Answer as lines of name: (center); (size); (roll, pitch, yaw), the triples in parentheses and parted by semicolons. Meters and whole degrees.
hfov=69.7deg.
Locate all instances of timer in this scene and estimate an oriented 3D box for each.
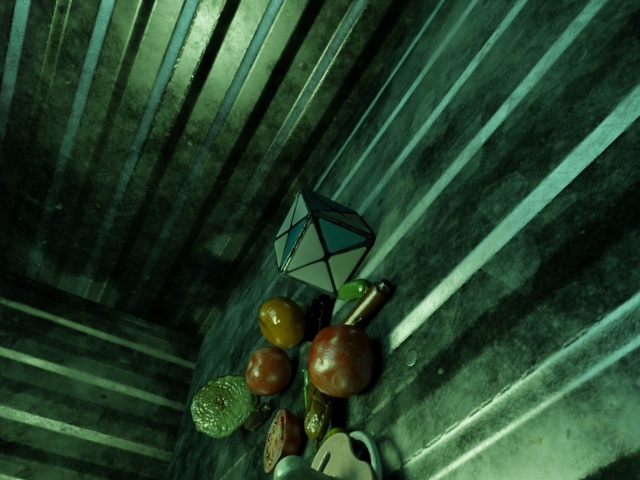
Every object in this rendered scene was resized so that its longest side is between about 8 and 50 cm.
timer: (-0.006, 0.321, 1.904); (0.144, 0.055, 0.187); (-39, 35, 58)

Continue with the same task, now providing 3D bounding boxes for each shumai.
shumai: (-0.456, 0.831, 2.220); (0.263, 0.309, 0.304); (99, 172, -51)

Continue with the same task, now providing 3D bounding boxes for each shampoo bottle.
shampoo bottle: (-0.262, 0.760, 2.009); (0.236, 0.067, 0.068); (-52, 13, 34)

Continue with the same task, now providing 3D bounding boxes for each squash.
squash: (0.125, 0.183, 1.688); (0.219, 0.068, 0.077); (-32, 42, 60)

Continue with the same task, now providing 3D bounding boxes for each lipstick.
lipstick: (0.108, 0.289, 1.585); (0.418, 0.077, 0.077); (-55, 20, 26)

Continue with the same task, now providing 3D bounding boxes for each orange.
orange: (-0.162, 0.350, 1.976); (0.171, 0.240, 0.240); (-30, -2, -32)

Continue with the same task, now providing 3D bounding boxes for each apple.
apple: (0.050, 0.594, 1.351); (0.089, 0.074, 0.089); (-46, 6, 6)

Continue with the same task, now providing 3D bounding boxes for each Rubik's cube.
Rubik's cube: (0.000, 0.000, 1.897); (0.310, 0.305, 0.307); (-58, 20, 18)

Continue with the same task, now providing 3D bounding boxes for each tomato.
tomato: (0.061, 0.369, 1.431); (0.232, 0.188, 0.232); (-51, 25, 35)
tomato: (-0.133, 0.730, 1.662); (0.225, 0.085, 0.225); (-55, 22, 36)
tomato: (-0.217, 0.559, 1.959); (0.208, 0.184, 0.208); (-158, 90, -78)

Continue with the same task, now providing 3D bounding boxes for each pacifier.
pacifier: (0.026, 0.626, 1.158); (0.332, 0.273, 0.220); (-160, 62, -71)

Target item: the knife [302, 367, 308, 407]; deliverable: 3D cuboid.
knife: (-0.045, 0.546, 1.617); (0.054, 0.015, 0.212); (-38, -56, -77)

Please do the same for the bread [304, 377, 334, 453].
bread: (-0.006, 0.534, 1.493); (0.344, 0.084, 0.124); (-81, 6, -61)

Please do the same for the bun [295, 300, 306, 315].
bun: (-0.104, 0.339, 2.122); (0.115, 0.069, 0.115); (-62, -4, -7)
